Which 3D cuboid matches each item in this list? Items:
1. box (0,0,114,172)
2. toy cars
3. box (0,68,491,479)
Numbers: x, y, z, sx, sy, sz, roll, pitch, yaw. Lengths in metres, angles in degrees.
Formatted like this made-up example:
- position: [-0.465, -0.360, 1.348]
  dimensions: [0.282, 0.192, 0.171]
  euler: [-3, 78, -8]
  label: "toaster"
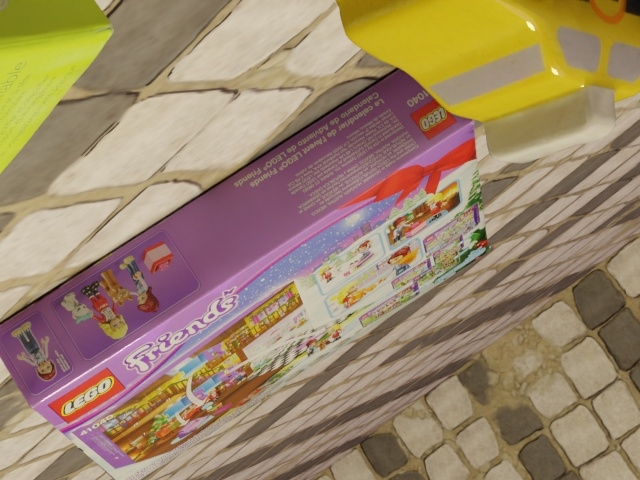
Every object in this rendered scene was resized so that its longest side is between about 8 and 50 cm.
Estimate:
- position: [-0.159, -0.035, 0.471]
  dimensions: [0.178, 0.042, 0.109]
  euler: [-19, 160, -52]
  label: "box"
- position: [0.085, -0.101, 0.593]
  dimensions: [0.177, 0.087, 0.393]
  euler: [-7, 168, 7]
  label: "toy cars"
- position: [-0.035, 0.028, 0.946]
  dimensions: [0.293, 0.057, 0.201]
  euler: [-33, 158, -5]
  label: "box"
